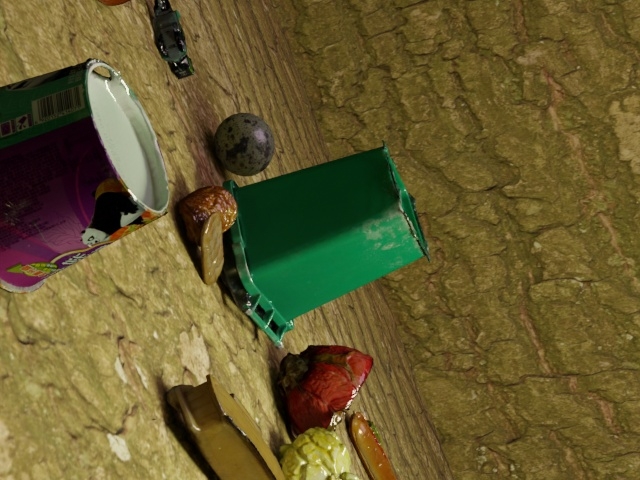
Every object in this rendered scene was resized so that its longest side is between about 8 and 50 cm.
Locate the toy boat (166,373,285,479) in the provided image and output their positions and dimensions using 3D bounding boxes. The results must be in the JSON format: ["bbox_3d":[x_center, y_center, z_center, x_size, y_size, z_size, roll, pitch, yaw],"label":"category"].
[{"bbox_3d":[-0.127,0.315,1.609,0.321,0.089,0.121,61,1,-39],"label":"toy boat"}]

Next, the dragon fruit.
[{"bbox_3d":[-0.012,0.278,2.087,0.148,0.218,0.224,39,55,-4],"label":"dragon fruit"}]

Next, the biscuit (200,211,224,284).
[{"bbox_3d":[-0.192,0.015,1.883,0.071,0.018,0.147,-57,155,-50],"label":"biscuit"}]

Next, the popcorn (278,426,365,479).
[{"bbox_3d":[-0.007,0.409,1.920,0.141,0.162,0.136,2,99,-41],"label":"popcorn"}]

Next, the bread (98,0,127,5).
[{"bbox_3d":[-0.398,-0.597,1.923,0.295,0.114,0.328,-75,142,-72],"label":"bread"}]

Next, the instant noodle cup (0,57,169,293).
[{"bbox_3d":[-0.299,-0.086,1.213,0.251,0.190,0.251,-21,90,-79],"label":"instant noodle cup"}]

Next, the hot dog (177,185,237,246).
[{"bbox_3d":[-0.209,-0.043,1.930,0.147,0.065,0.099,-47,119,-54],"label":"hot dog"}]

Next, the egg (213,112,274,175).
[{"bbox_3d":[-0.164,-0.205,2.310,0.172,0.132,0.132,74,0,-67],"label":"egg"}]

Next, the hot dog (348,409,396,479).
[{"bbox_3d":[0.125,0.512,2.587,0.092,0.062,0.236,-78,145,-65],"label":"hot dog"}]

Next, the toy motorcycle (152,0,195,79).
[{"bbox_3d":[-0.312,-0.433,2.211,0.100,0.058,0.173,58,14,-74],"label":"toy motorcycle"}]

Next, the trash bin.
[{"bbox_3d":[0.000,0.000,2.055,0.259,0.381,0.295,53,19,-53],"label":"trash bin"}]
